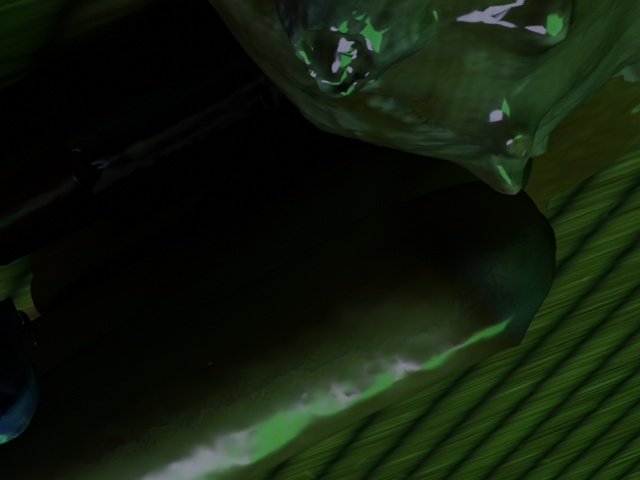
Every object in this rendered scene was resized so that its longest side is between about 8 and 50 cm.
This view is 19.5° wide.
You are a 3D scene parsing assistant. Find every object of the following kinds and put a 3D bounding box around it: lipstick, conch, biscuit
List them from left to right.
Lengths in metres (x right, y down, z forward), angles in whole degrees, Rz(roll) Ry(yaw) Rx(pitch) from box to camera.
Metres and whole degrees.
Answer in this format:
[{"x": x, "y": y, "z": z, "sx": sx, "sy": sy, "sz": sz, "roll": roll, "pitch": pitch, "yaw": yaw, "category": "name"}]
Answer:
[{"x": -0.042, "y": 0.039, "z": 0.751, "sx": 0.290, "sy": 0.062, "sz": 0.237, "roll": -30, "pitch": -167, "yaw": 13, "category": "biscuit"}, {"x": -0.015, "y": -0.074, "z": 0.770, "sx": 0.299, "sy": 0.081, "sz": 0.081, "roll": -25, "pitch": 155, "yaw": 1, "category": "lipstick"}, {"x": -0.002, "y": -0.004, "z": 0.949, "sx": 0.376, "sy": 0.051, "sz": 0.269, "roll": -32, "pitch": 152, "yaw": 13, "category": "biscuit"}, {"x": 0.034, "y": -0.144, "z": 0.471, "sx": 0.324, "sy": 0.186, "sz": 0.263, "roll": 15, "pitch": 122, "yaw": -21, "category": "conch"}]

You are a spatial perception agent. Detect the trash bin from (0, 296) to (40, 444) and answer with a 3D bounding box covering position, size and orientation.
[{"x": -0.202, "y": -0.027, "z": 0.619, "sx": 0.162, "sy": 0.184, "sz": 0.234, "roll": -22, "pitch": 142, "yaw": -14, "category": "trash bin"}]
